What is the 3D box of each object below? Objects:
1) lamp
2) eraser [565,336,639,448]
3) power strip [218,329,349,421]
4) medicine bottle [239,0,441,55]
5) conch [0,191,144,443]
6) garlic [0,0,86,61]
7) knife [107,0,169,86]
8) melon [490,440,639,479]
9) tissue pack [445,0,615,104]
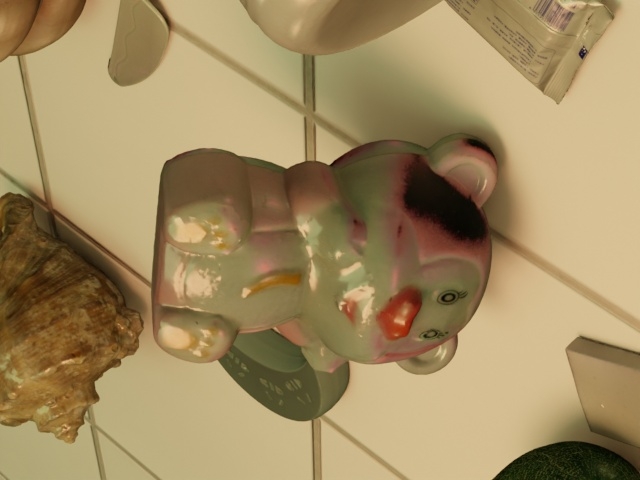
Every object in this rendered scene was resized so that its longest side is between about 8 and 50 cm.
[{"bbox_3d":[0.000,0.000,1.460,0.247,0.301,0.247,-105,20,-60],"label":"lamp"},{"bbox_3d":[0.295,0.148,1.448,0.150,0.023,0.103,16,135,48],"label":"eraser"},{"bbox_3d":[-0.066,0.131,1.910,0.253,0.054,0.167,23,139,40],"label":"power strip"},{"bbox_3d":[-0.006,-0.312,1.130,0.306,0.245,0.245,57,152,8],"label":"medicine bottle"},{"bbox_3d":[-0.360,0.117,2.178,0.210,0.352,0.297,14,148,-23],"label":"conch"},{"bbox_3d":[-0.401,-0.288,1.740,0.340,0.231,0.245,3,128,47],"label":"garlic"},{"bbox_3d":[-0.187,-0.246,1.695,0.081,0.043,0.336,38,155,10],"label":"knife"},{"bbox_3d":[0.231,0.290,1.537,0.182,0.182,0.287,44,150,14],"label":"melon"},{"bbox_3d":[0.138,-0.204,1.271,0.193,0.026,0.122,45,150,11],"label":"tissue pack"}]
